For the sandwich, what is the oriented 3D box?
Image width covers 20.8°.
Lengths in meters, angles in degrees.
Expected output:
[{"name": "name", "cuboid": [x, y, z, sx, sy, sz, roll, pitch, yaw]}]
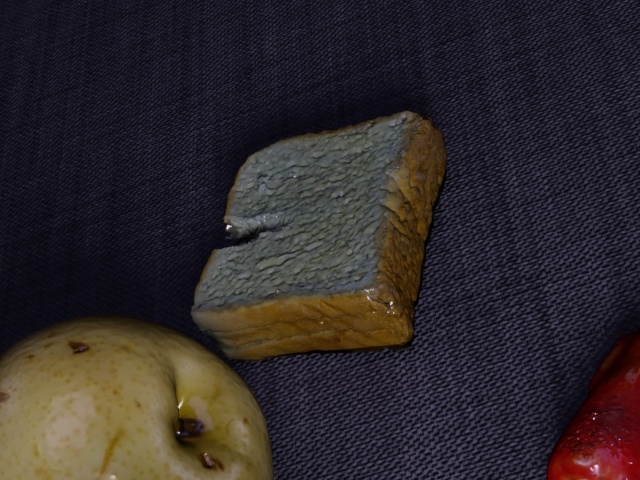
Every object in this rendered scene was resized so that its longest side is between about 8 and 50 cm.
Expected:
[{"name": "sandwich", "cuboid": [-0.001, -0.001, 1.858, 0.249, 0.095, 0.273, -10, 44, 27]}]

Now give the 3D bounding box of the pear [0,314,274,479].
[{"name": "pear", "cuboid": [-0.200, 0.221, 1.589, 0.309, 0.309, 0.309, -16, 41, 15]}]

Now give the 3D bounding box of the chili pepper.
[{"name": "chili pepper", "cuboid": [0.283, 0.150, 1.517, 0.110, 0.110, 0.387, 8, 48, 36]}]
